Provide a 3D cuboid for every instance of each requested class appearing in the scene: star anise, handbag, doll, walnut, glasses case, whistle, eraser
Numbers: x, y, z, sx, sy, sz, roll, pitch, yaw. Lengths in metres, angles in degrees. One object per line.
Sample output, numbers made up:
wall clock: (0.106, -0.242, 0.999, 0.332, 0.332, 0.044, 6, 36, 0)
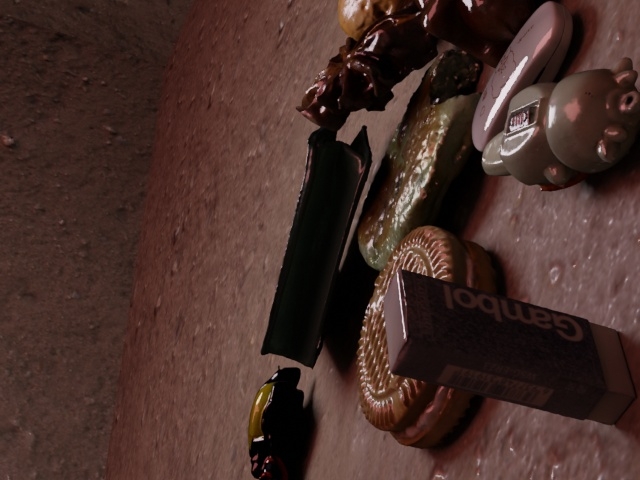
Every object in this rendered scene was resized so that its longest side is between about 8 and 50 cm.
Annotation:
star anise: (0.067, -0.222, 1.802, 0.214, 0.099, 0.220, -42, 14, -6)
handbag: (0.001, 0.000, 1.917, 0.238, 0.089, 0.326, -71, -6, -75)
doll: (-0.067, 0.297, 1.954, 0.127, 0.088, 0.249, 142, 138, -64)
walnut: (0.101, -0.334, 1.909, 0.180, 0.144, 0.144, -51, 26, 34)
glasses case: (0.221, -0.177, 1.518, 0.074, 0.049, 0.193, -92, 23, -47)
whistle: (0.231, -0.102, 1.320, 0.102, 0.106, 0.253, -47, 12, -26)
eraser: (0.158, 0.093, 1.167, 0.092, 0.212, 0.046, -92, 23, -50)

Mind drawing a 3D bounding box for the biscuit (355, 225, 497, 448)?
biscuit: (0.115, 0.107, 1.540, 0.259, 0.079, 0.259, -164, 90, -74)

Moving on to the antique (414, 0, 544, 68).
antique: (0.194, -0.302, 1.624, 0.143, 0.121, 0.257, -57, 14, 22)

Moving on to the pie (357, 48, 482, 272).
pie: (0.124, -0.092, 1.721, 0.302, 0.067, 0.302, -162, 90, -79)
